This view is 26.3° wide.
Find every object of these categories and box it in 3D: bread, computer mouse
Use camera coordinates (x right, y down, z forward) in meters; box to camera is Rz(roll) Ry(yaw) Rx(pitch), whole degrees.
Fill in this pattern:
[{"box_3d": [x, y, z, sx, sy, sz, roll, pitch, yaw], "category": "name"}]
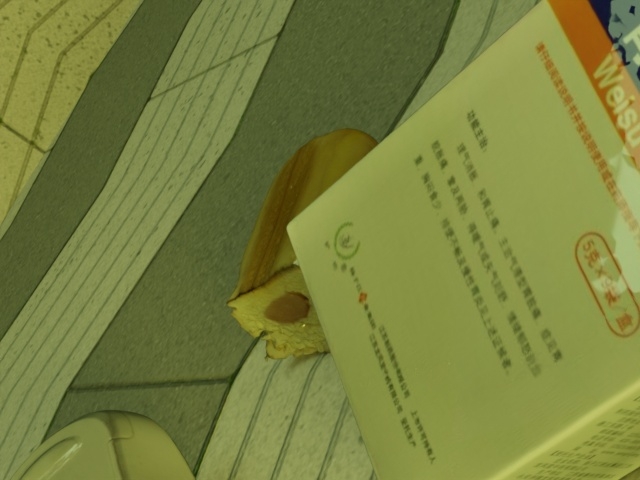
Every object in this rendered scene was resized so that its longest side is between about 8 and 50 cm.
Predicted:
[{"box_3d": [0.002, 0.001, 1.083, 0.134, 0.085, 0.173, -31, 33, 50], "category": "bread"}, {"box_3d": [-0.146, 0.254, 0.965, 0.184, 0.121, 0.297, -42, 38, 6], "category": "computer mouse"}]

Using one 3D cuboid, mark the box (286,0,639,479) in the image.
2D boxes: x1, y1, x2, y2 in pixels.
[{"box_3d": [0.137, -0.002, 0.688, 0.299, 0.106, 0.200, -41, 54, 31], "category": "box"}]
